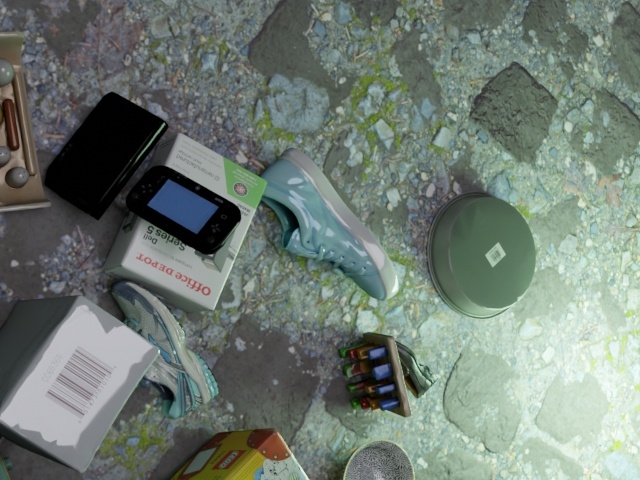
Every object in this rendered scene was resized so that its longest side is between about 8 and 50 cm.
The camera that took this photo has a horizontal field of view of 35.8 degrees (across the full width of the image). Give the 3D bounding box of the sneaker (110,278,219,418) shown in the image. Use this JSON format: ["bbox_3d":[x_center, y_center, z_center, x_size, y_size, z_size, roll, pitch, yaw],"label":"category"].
[{"bbox_3d":[-0.299,0.199,1.775,0.122,0.110,0.283,-39,104,-24],"label":"sneaker"}]

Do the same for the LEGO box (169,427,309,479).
[{"bbox_3d":[-0.190,0.624,1.688,0.500,0.193,0.372,-42,106,-39],"label":"LEGO box"}]

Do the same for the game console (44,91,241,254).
[{"bbox_3d":[-0.292,-0.103,1.722,0.361,0.044,0.213,29,77,19],"label":"game console"}]

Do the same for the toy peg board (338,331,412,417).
[{"bbox_3d":[0.103,0.274,1.979,0.079,0.161,0.161,-14,92,-15],"label":"toy peg board"}]

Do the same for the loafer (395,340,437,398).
[{"bbox_3d":[0.173,0.264,2.070,0.170,0.062,0.061,42,71,-19],"label":"loafer"}]

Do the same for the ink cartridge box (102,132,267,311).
[{"bbox_3d":[-0.248,-0.027,1.822,0.198,0.115,0.272,28,72,-25],"label":"ink cartridge box"}]

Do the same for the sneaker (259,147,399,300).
[{"bbox_3d":[0.000,0.000,1.967,0.150,0.135,0.366,-42,97,-19],"label":"sneaker"}]

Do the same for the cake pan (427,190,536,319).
[{"bbox_3d":[0.371,0.031,2.212,0.293,0.054,0.293,3,83,-30],"label":"cake pan"}]

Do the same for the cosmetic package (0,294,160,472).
[{"bbox_3d":[-0.426,0.213,1.540,0.156,0.385,0.217,39,70,-20],"label":"cosmetic package"}]

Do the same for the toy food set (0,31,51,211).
[{"bbox_3d":[-0.583,-0.194,1.658,0.220,0.092,0.306,-9,89,-31],"label":"toy food set"}]

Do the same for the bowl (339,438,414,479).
[{"bbox_3d":[0.098,0.482,1.991,0.170,0.080,0.170,3,83,-31],"label":"bowl"}]

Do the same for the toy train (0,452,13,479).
[{"bbox_3d":[-0.515,0.434,1.535,0.142,0.190,0.333,-18,69,-27],"label":"toy train"}]
